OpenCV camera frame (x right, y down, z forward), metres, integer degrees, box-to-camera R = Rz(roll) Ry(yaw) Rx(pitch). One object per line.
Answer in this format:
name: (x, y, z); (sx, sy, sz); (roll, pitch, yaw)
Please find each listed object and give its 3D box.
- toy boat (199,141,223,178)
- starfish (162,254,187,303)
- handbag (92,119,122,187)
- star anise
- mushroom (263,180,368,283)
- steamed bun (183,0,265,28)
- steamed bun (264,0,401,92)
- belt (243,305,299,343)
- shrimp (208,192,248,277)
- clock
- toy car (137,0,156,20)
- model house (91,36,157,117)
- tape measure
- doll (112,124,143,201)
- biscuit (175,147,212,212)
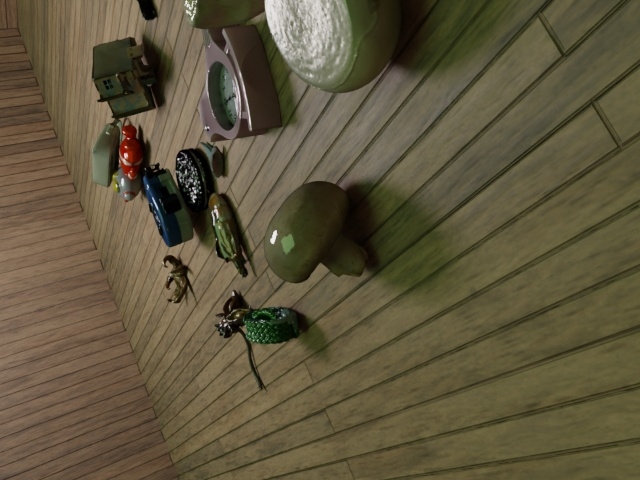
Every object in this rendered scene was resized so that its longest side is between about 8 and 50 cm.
toy boat: (-0.295, -0.226, 1.669); (0.122, 0.034, 0.096); (-133, 38, -52)
starfish: (-0.511, 0.150, 2.173); (0.146, 0.074, 0.190); (45, 140, 43)
handbag: (-0.792, -0.344, 2.335); (0.256, 0.079, 0.219); (123, 163, -57)
star anise: (-0.200, 0.283, 1.770); (0.148, 0.219, 0.227); (-11, 141, 32)
mushroom: (0.000, 0.000, 1.146); (0.204, 0.204, 0.204); (34, 133, 48)
steamed bun: (-0.140, -0.536, 1.071); (0.275, 0.206, 0.320); (-115, 26, -45)
steamed bun: (0.031, -0.346, 0.928); (0.231, 0.145, 0.232); (36, 143, 32)
belt: (-0.117, 0.194, 1.479); (0.151, 0.121, 0.079); (8, 108, 53)
shrimp: (-0.268, -0.007, 1.697); (0.145, 0.059, 0.255); (-30, 78, 63)
clock: (-0.210, -0.369, 1.394); (0.275, 0.080, 0.291); (-5, 99, 60)
toy car: (-0.506, -0.680, 1.780); (0.025, 0.041, 0.093); (-28, 79, 68)
model house: (-0.592, -0.476, 1.899); (0.271, 0.178, 0.207); (-115, 11, -46)
tape measure: (-0.474, -0.056, 1.944); (0.215, 0.097, 0.351); (59, 161, 26)
doll: (-0.710, -0.262, 2.270); (0.337, 0.105, 0.200); (113, 146, -48)
biscuit: (-0.370, -0.175, 1.790); (0.194, 0.053, 0.195); (36, 135, 47)
